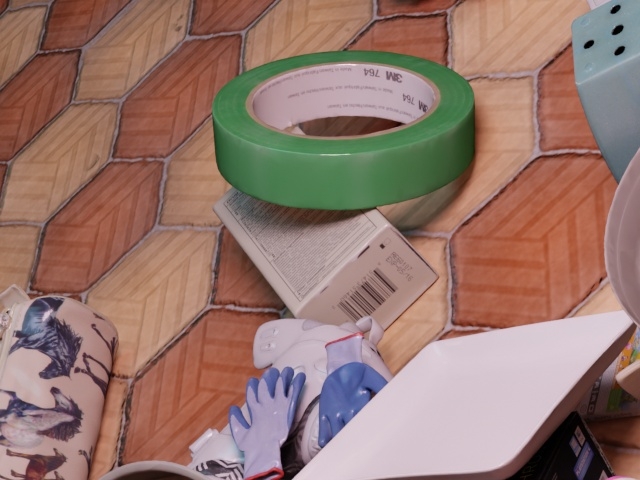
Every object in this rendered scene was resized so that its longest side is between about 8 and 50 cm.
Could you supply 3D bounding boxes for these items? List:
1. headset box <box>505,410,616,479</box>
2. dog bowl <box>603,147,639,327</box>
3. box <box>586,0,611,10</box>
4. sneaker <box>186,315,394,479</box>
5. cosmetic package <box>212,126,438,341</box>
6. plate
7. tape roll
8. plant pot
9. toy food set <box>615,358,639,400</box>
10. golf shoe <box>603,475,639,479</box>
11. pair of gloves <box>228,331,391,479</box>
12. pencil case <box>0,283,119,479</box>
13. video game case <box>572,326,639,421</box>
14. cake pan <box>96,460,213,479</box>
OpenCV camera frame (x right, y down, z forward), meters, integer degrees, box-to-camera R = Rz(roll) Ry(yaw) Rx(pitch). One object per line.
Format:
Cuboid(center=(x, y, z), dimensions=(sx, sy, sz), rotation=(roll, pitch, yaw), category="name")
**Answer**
Cuboid(center=(0.112, 0.302, 1.652), dimensions=(0.283, 0.131, 0.246), rotation=(-17, 23, 37), category="headset box")
Cuboid(center=(0.410, -0.020, 1.451), dimensions=(0.349, 0.102, 0.348), rotation=(-27, 38, 24), category="dog bowl")
Cuboid(center=(0.441, -0.294, 1.995), dimensions=(0.262, 0.127, 0.231), rotation=(-34, 36, 17), category="box")
Cuboid(center=(-0.062, 0.223, 1.992), dimensions=(0.366, 0.137, 0.210), rotation=(-30, 36, 14), category="sneaker")
Cuboid(center=(0.000, 0.000, 2.177), dimensions=(0.160, 0.113, 0.309), rotation=(-43, 33, 3), category="cosmetic package")
Cuboid(center=(0.142, 0.166, 1.685), dimensions=(0.278, 0.045, 0.277), rotation=(-14, 18, 44), category="plate")
Cuboid(center=(0.028, -0.140, 2.170), dimensions=(0.321, 0.077, 0.321), rotation=(-2, 28, 1), category="tape roll")
Cuboid(center=(0.362, -0.142, 1.821), dimensions=(0.166, 0.234, 0.165), rotation=(-27, 38, 28), category="plant pot")
Cuboid(center=(0.368, 0.237, 1.426), dimensions=(0.092, 0.220, 0.306), rotation=(-47, 32, 17), category="toy food set")
Cuboid(center=(0.315, 0.309, 1.377), dimensions=(0.306, 0.115, 0.140), rotation=(61, 143, 17), category="golf shoe")
Cuboid(center=(-0.011, 0.178, 1.867), dimensions=(0.198, 0.023, 0.159), rotation=(-22, 42, 20), category="pair of gloves")
Cuboid(center=(-0.379, 0.261, 2.248), dimensions=(0.160, 0.183, 0.410), rotation=(-39, 30, 41), category="pencil case")
Cuboid(center=(0.308, 0.128, 1.792), dimensions=(0.166, 0.015, 0.119), rotation=(-13, 45, 40), category="video game case")
Cuboid(center=(-0.155, 0.375, 1.864), dimensions=(0.293, 0.054, 0.293), rotation=(0, 91, 30), category="cake pan")
